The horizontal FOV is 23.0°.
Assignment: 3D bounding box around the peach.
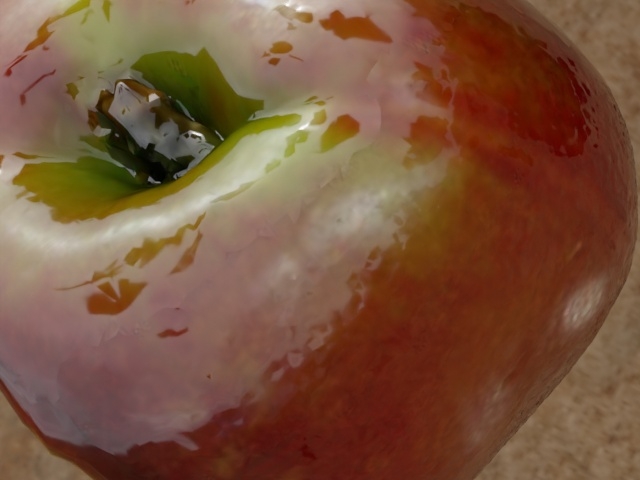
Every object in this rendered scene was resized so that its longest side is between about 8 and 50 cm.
[{"bbox_3d":[0.000,0.000,0.603,0.245,0.274,0.249,-17,68,13],"label":"peach"}]
